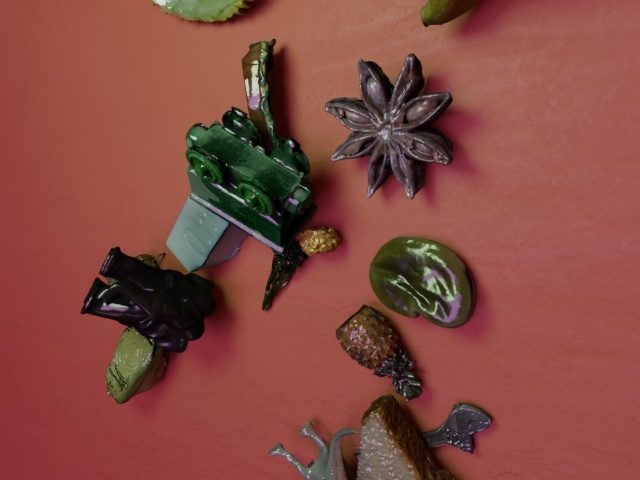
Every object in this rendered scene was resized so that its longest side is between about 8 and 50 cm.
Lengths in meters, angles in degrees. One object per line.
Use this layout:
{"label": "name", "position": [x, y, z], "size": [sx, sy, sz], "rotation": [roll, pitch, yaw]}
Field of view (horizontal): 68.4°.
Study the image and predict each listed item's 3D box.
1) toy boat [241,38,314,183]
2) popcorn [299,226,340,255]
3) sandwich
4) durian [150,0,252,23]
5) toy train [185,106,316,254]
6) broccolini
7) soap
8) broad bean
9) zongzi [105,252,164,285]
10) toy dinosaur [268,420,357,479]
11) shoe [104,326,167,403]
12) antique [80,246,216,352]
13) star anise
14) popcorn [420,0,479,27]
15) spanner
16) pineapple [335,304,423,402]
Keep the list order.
{"label": "toy boat", "position": [-0.096, -0.244, 0.937], "size": [0.099, 0.108, 0.293], "rotation": [-15, 98, 1]}
{"label": "popcorn", "position": [0.000, 0.000, 0.937], "size": [0.082, 0.083, 0.057], "rotation": [-7, 90, 64]}
{"label": "sandwich", "position": [0.126, 0.470, 0.914], "size": [0.254, 0.099, 0.288], "rotation": [-40, 85, 34]}
{"label": "durian", "position": [-0.260, -0.530, 0.936], "size": [0.351, 0.169, 0.158], "rotation": [13, 105, 28]}
{"label": "toy train", "position": [-0.131, -0.117, 0.888], "size": [0.266, 0.145, 0.202], "rotation": [31, 154, 10]}
{"label": "broccolini", "position": [-0.088, 0.078, 1.033], "size": [0.074, 0.058, 0.201], "rotation": [52, 137, 29]}
{"label": "soap", "position": [-0.243, -0.039, 1.067], "size": [0.145, 0.091, 0.230], "rotation": [43, 119, 17]}
{"label": "broad bean", "position": [0.180, 0.072, 0.844], "size": [0.206, 0.072, 0.153], "rotation": [35, 103, 23]}
{"label": "zongzi", "position": [-0.518, 0.062, 1.268], "size": [0.178, 0.081, 0.189], "rotation": [43, 112, 29]}
{"label": "toy dinosaur", "position": [0.007, 0.475, 0.999], "size": [0.205, 0.092, 0.393], "rotation": [43, 126, 15]}
{"label": "shoe", "position": [-0.488, 0.316, 1.261], "size": [0.140, 0.128, 0.262], "rotation": [37, 106, 12]}
{"label": "antique", "position": [-0.392, 0.132, 1.088], "size": [0.322, 0.255, 0.185], "rotation": [-6, 57, 65]}
{"label": "star anise", "position": [0.131, -0.194, 0.805], "size": [0.223, 0.109, 0.236], "rotation": [51, 133, 7]}
{"label": "popcorn", "position": [0.209, -0.461, 0.626], "size": [0.290, 0.321, 0.326], "rotation": [4, 119, 13]}
{"label": "spanner", "position": [0.190, 0.394, 0.926], "size": [0.325, 0.026, 0.093], "rotation": [-32, 85, 32]}
{"label": "pineapple", "position": [0.119, 0.221, 0.895], "size": [0.108, 0.108, 0.198], "rotation": [-43, 83, 30]}
